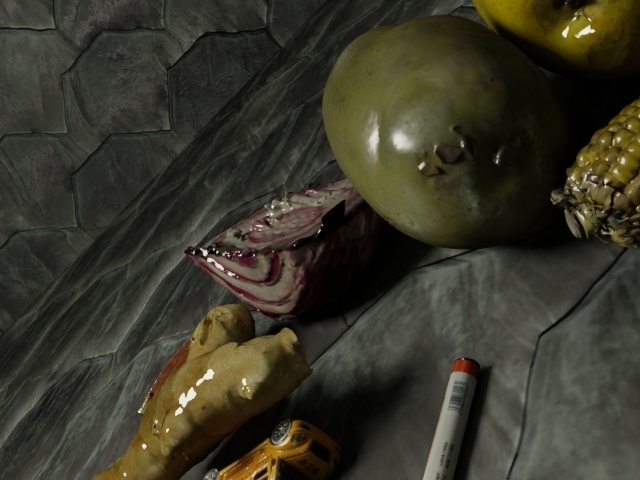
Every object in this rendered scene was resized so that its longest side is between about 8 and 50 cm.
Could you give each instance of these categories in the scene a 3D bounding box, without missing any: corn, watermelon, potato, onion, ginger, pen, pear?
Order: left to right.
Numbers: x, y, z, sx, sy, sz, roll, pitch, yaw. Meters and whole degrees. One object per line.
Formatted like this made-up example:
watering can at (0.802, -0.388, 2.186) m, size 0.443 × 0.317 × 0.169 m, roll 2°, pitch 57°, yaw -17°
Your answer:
ginger at (-0.165, 0.217, 0.780) m, size 0.363 × 0.122 × 0.348 m, roll -50°, pitch 3°, yaw -17°
watermelon at (-0.171, 0.201, 0.984) m, size 0.069 × 0.087 × 0.163 m, roll 25°, pitch 73°, yaw 34°
onion at (0.000, 0.000, 0.943) m, size 0.280 × 0.146 × 0.314 m, roll -31°, pitch 12°, yaw -32°
pen at (0.099, 0.194, 0.574) m, size 0.026 × 0.026 × 0.218 m, roll -22°, pitch 34°, yaw 45°
potato at (0.135, -0.114, 0.736) m, size 0.221 × 0.243 × 0.326 m, roll -52°, pitch 34°, yaw 13°
pear at (0.296, -0.311, 0.736) m, size 0.285 × 0.285 × 0.336 m, roll -38°, pitch 31°, yaw 19°
corn at (0.331, -0.113, 0.568) m, size 0.318 × 0.115 × 0.115 m, roll -44°, pitch 23°, yaw 7°

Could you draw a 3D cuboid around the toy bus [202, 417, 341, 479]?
toy bus at (-0.055, 0.249, 0.693) m, size 0.162 × 0.069 × 0.074 m, roll -39°, pitch 25°, yaw 21°
